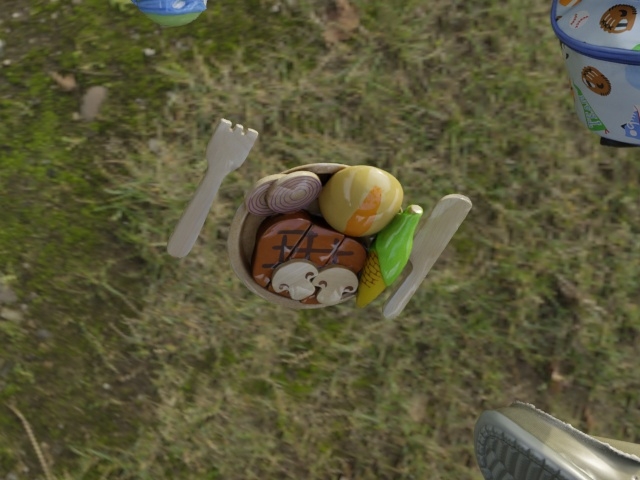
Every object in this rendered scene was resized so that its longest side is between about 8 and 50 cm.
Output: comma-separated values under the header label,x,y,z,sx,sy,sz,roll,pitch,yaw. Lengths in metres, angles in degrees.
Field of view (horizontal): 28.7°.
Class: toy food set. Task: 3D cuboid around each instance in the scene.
label,x,y,z,sx,sy,sz,roll,pitch,yaw
toy food set,0.000,0.000,0.852,0.192,0.038,0.132,16,122,-21

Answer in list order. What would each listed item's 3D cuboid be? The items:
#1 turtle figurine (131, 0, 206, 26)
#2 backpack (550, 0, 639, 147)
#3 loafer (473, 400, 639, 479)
label,x,y,z,sx,sy,sz,roll,pitch,yaw
turtle figurine,-0.067,-0.274,0.750,0.198,0.275,0.266,-13,96,-15
backpack,0.306,-0.196,0.976,0.213,0.276,0.263,54,48,-41
loafer,0.231,0.197,0.943,0.087,0.251,0.094,-44,158,-38
